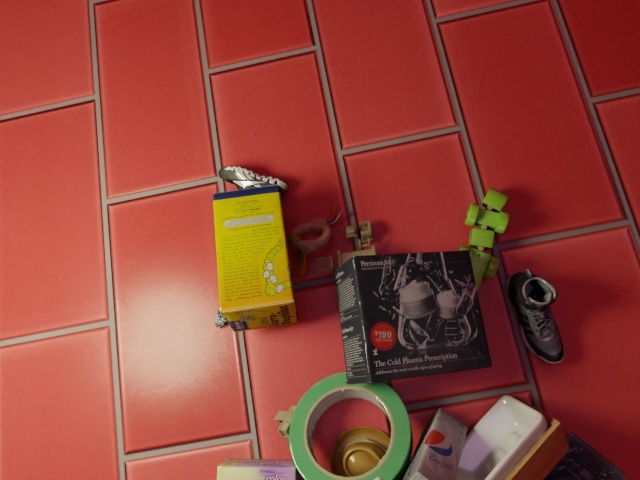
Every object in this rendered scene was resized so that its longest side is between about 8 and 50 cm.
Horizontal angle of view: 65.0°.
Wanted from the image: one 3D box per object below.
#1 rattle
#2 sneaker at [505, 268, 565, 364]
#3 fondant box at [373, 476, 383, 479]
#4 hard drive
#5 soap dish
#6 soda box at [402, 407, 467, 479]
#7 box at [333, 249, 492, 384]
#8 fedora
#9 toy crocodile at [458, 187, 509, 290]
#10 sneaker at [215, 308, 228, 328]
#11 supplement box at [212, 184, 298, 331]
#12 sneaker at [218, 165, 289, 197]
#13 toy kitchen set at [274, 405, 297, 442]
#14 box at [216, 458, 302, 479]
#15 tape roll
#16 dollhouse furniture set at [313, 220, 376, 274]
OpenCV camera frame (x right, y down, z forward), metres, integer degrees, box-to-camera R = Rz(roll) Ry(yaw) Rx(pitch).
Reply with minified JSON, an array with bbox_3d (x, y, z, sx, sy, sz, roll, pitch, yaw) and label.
[{"bbox_3d":[0.000,0.000,1.539,0.130,0.143,0.199,-4,28,39],"label":"rattle"},{"bbox_3d":[0.594,0.205,1.363,0.101,0.153,0.269,-20,75,1],"label":"sneaker"},{"bbox_3d":[0.106,0.704,1.202,0.238,0.330,0.096,-34,48,-2],"label":"fondant box"},{"bbox_3d":[0.626,0.635,1.284,0.172,0.054,0.255,37,95,14],"label":"hard drive"},{"bbox_3d":[0.464,0.546,1.267,0.118,0.229,0.291,45,84,-2],"label":"soap dish"},{"bbox_3d":[0.284,0.542,1.245,0.091,0.286,0.098,34,114,14],"label":"soda box"},{"bbox_3d":[0.234,0.202,1.335,0.342,0.179,0.313,-3,73,-17],"label":"box"},{"bbox_3d":[0.120,0.602,1.357,0.194,0.079,0.195,-1,76,5],"label":"fedora"},{"bbox_3d":[0.465,0.006,1.463,0.115,0.105,0.341,15,83,9],"label":"toy crocodile"},{"bbox_3d":[-0.241,0.199,1.514,0.170,0.051,0.089,-17,75,7],"label":"sneaker"},{"bbox_3d":[-0.183,0.052,1.428,0.195,0.194,0.357,-8,65,-3],"label":"supplement box"},{"bbox_3d":[-0.224,-0.165,1.586,0.234,0.078,0.106,17,76,8],"label":"sneaker"},{"bbox_3d":[-0.085,0.525,1.429,0.068,0.075,0.083,-11,32,40],"label":"toy kitchen set"},{"bbox_3d":[-0.161,0.721,1.340,0.213,0.117,0.243,-2,77,6],"label":"box"},{"bbox_3d":[0.080,0.511,1.321,0.320,0.077,0.322,-8,50,10],"label":"tape roll"},{"bbox_3d":[0.074,0.040,1.514,0.181,0.101,0.161,-8,51,5],"label":"dollhouse furniture set"}]
